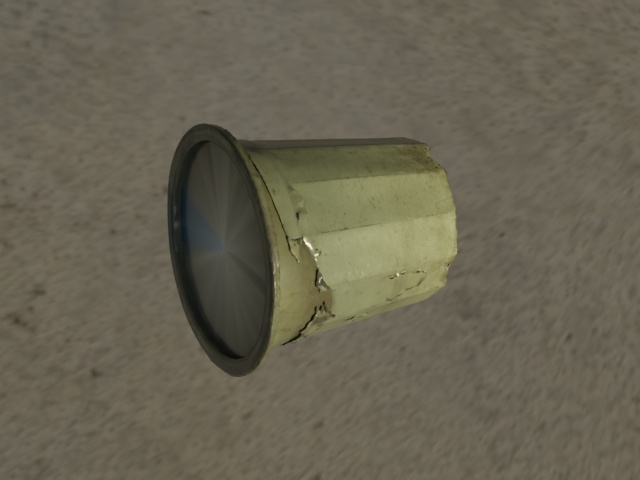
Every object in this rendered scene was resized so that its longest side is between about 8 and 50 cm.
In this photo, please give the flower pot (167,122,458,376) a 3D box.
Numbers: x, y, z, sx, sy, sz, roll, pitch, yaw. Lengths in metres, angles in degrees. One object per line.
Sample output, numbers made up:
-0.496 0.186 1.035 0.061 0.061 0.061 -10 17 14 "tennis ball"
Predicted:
0.000 0.000 1.520 0.203 0.212 0.212 -6 95 -25 "flower pot"
